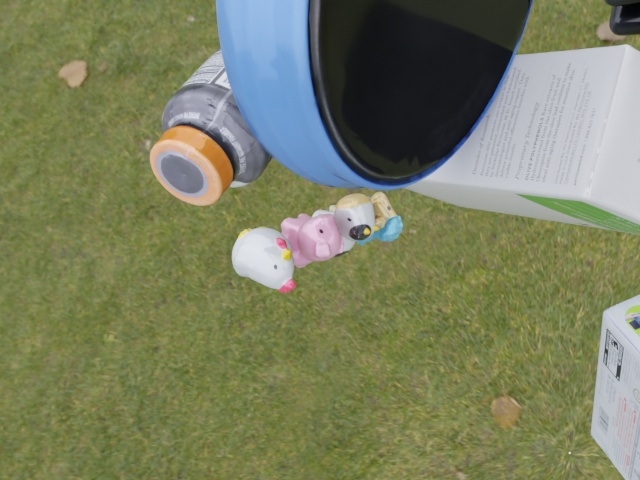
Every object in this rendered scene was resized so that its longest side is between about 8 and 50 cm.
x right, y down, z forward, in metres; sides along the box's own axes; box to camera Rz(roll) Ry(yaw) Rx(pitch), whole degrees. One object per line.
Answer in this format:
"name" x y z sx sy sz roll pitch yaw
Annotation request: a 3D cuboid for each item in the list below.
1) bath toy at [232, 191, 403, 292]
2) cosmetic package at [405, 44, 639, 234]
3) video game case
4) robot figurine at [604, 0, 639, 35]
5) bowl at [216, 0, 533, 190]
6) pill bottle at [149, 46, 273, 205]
"bath toy" 0.000 0.000 1.319 0.129 0.348 0.151 44 131 23
"cosmetic package" 0.238 -0.113 0.845 0.366 0.197 0.155 14 89 59
"video game case" 0.395 0.229 0.783 0.061 0.269 0.244 -23 45 -5
"robot figurine" 0.497 -0.321 0.883 0.278 0.209 0.173 4 104 32
"bowl" 0.080 -0.225 0.622 0.077 0.391 0.391 25 83 33
"pill bottle" -0.093 -0.149 0.830 0.131 0.130 0.245 13 49 22
